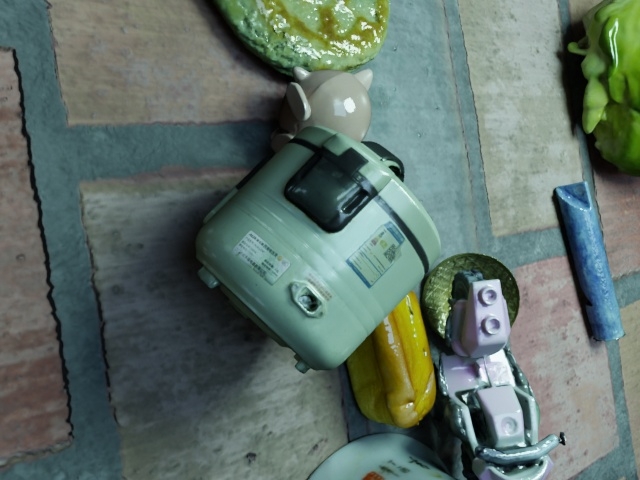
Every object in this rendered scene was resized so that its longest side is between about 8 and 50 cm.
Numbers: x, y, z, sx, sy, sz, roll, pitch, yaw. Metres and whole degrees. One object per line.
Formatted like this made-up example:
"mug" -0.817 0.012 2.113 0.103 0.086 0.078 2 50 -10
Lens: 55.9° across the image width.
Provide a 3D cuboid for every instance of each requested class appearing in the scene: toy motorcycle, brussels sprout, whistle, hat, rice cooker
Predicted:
"toy motorcycle" 0.230 0.204 0.810 0.143 0.188 0.326 -5 91 -7
"brussels sprout" 0.661 -0.314 1.152 0.276 0.315 0.371 -36 101 -57
"whistle" 0.509 0.039 1.134 0.062 0.062 0.304 -21 97 -35
"hat" 0.229 0.087 0.934 0.146 0.067 0.145 0 94 6
"rice cooker" 0.000 0.000 0.660 0.244 0.226 0.226 -43 111 -8

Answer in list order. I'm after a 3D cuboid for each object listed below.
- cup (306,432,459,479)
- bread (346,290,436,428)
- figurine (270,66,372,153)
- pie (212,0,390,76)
"cup" 0.120 0.434 0.757 0.347 0.163 0.346 3 84 -35
"bread" 0.088 0.131 0.809 0.102 0.094 0.245 -16 94 -41
"figurine" 0.003 -0.159 0.764 0.138 0.125 0.125 -29 102 -44
"pie" -0.023 -0.353 0.794 0.303 0.067 0.302 6 80 -36
